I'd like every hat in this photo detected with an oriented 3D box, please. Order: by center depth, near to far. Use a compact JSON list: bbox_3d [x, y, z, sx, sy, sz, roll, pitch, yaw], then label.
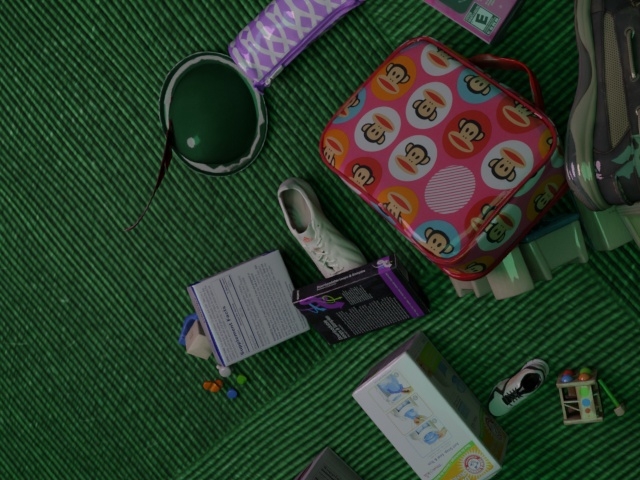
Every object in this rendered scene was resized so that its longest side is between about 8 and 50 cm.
[{"bbox_3d":[-0.183,-0.149,1.435,0.172,0.183,0.209,-12,99,24],"label":"hat"}]

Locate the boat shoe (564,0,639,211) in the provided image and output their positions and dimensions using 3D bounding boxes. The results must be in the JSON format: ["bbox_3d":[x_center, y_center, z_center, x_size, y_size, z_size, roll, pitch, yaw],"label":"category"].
[{"bbox_3d":[0.377,-0.207,1.234,0.130,0.132,0.356,1,80,33],"label":"boat shoe"}]

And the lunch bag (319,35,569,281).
[{"bbox_3d":[0.166,-0.122,1.307,0.258,0.120,0.293,-48,55,7],"label":"lunch bag"}]

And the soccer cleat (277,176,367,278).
[{"bbox_3d":[0.000,0.000,1.468,0.068,0.076,0.196,-34,90,21],"label":"soccer cleat"}]

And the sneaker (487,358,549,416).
[{"bbox_3d":[0.269,0.207,1.443,0.040,0.044,0.109,42,112,3],"label":"sneaker"}]

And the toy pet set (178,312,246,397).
[{"bbox_3d":[-0.154,0.159,1.572,0.114,0.065,0.122,23,114,-25],"label":"toy pet set"}]

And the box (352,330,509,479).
[{"bbox_3d":[0.156,0.245,1.448,0.103,0.114,0.203,-40,88,19],"label":"box"}]

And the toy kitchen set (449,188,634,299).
[{"bbox_3d":[0.277,-0.019,1.386,0.207,0.166,0.122,-24,95,-16],"label":"toy kitchen set"}]

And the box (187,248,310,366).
[{"bbox_3d":[-0.104,0.096,1.492,0.137,0.072,0.126,-23,94,-15],"label":"box"}]

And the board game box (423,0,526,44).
[{"bbox_3d":[0.155,-0.423,1.323,0.303,0.097,0.224,35,109,9],"label":"board game box"}]

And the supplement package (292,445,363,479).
[{"bbox_3d":[-0.017,0.479,1.536,0.204,0.145,0.262,43,110,5],"label":"supplement package"}]

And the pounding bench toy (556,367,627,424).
[{"bbox_3d":[0.366,0.205,1.407,0.083,0.052,0.065,-9,98,19],"label":"pounding bench toy"}]

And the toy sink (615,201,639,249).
[{"bbox_3d":[0.484,0.025,1.259,0.131,0.153,0.234,-32,92,-3],"label":"toy sink"}]

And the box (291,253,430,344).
[{"bbox_3d":[0.057,0.085,1.460,0.162,0.029,0.116,-21,135,19],"label":"box"}]

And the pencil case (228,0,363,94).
[{"bbox_3d":[-0.034,-0.293,1.412,0.206,0.086,0.088,-41,53,22],"label":"pencil case"}]
